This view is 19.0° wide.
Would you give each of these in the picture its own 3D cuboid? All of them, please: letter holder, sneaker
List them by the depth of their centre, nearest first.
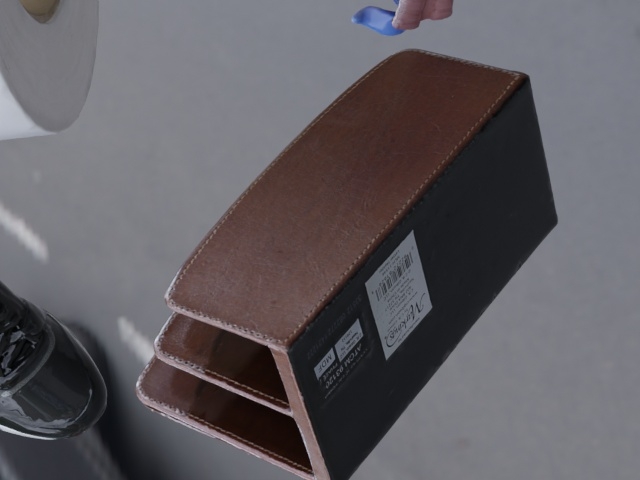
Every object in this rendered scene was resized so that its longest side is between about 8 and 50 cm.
[{"bbox_3d":[0.000,0.000,1.419,0.214,0.302,0.152,19,143,34],"label":"letter holder"},{"bbox_3d":[-0.286,0.062,1.499,0.283,0.107,0.124,40,170,-10],"label":"sneaker"}]

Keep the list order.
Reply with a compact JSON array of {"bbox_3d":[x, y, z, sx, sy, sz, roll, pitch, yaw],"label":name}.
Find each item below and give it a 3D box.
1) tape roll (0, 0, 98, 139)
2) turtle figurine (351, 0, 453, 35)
[{"bbox_3d":[-0.220,-0.199,1.144,0.286,0.100,0.286,-6,-90,-80],"label":"tape roll"},{"bbox_3d":[0.035,-0.307,1.351,0.266,0.197,0.275,63,-136,-70],"label":"turtle figurine"}]
